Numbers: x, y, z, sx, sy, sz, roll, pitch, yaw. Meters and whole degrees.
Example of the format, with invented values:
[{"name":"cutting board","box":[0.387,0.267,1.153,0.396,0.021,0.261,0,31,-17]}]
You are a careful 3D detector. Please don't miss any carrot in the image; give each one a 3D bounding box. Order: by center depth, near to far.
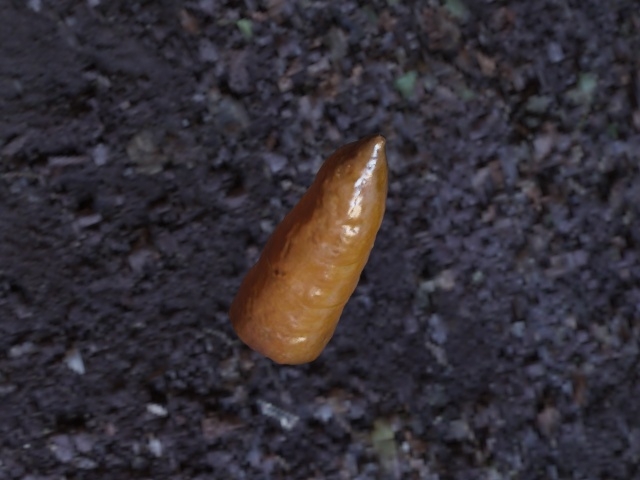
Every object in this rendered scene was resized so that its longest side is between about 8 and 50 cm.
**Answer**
[{"name":"carrot","box":[0.000,0.000,0.819,0.072,0.205,0.072,10,51,-13]}]
